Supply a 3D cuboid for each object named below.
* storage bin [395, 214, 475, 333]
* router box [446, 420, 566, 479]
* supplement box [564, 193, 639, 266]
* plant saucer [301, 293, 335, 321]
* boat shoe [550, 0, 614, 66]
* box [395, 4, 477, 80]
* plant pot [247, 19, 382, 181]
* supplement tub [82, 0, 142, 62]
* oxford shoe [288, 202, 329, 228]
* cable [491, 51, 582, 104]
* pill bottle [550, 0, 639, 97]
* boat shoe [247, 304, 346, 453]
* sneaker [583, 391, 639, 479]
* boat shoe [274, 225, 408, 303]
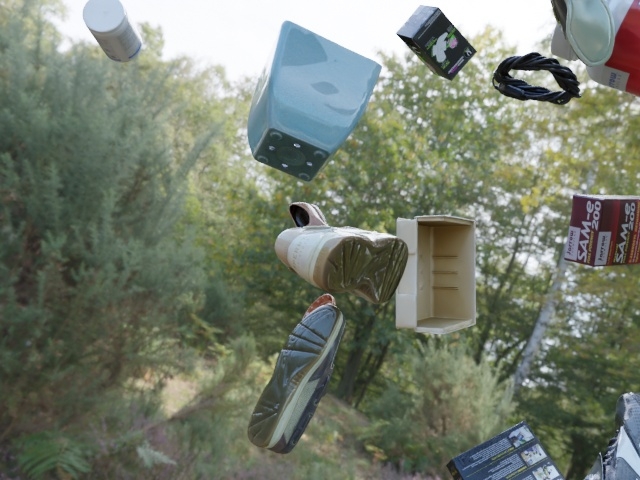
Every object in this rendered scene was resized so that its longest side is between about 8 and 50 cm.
[{"bbox_3d":[0.276,0.077,1.411,0.123,0.262,0.260,0,-2,30],"label":"storage bin"},{"bbox_3d":[0.347,0.437,1.106,0.133,0.179,0.046,60,-22,30],"label":"router box"},{"bbox_3d":[0.589,-0.022,1.148,0.239,0.130,0.073,-2,11,-27],"label":"supplement box"},{"bbox_3d":[-0.003,0.130,1.011,0.013,0.083,0.083,37,-17,-21],"label":"plant saucer"},{"bbox_3d":[0.475,-0.423,1.089,0.081,0.227,0.069,-16,-3,8],"label":"boat shoe"},{"bbox_3d":[0.152,-0.262,0.782,0.083,0.052,0.062,38,10,-27],"label":"box"},{"bbox_3d":[-0.037,-0.288,1.354,0.248,0.252,0.247,21,-29,-13],"label":"plant pot"},{"bbox_3d":[-0.348,-0.354,0.995,0.071,0.071,0.107,23,-11,3],"label":"supplement tub"},{"bbox_3d":[0.000,0.000,1.219,0.212,0.076,0.076,48,17,30],"label":"oxford shoe"},{"bbox_3d":[0.449,-0.331,1.209,0.185,0.047,0.150,18,-14,4],"label":"cable"},{"bbox_3d":[0.704,-0.402,1.208,0.408,0.229,0.229,30,-9,27],"label":"pill bottle"},{"bbox_3d":[-0.023,0.201,0.860,0.080,0.223,0.073,10,-26,48],"label":"boat shoe"},{"bbox_3d":[0.350,0.270,0.680,0.106,0.234,0.078,3,-50,13],"label":"sneaker"},{"bbox_3d":[0.043,0.028,0.876,0.098,0.109,0.302,21,5,29],"label":"boat shoe"}]
